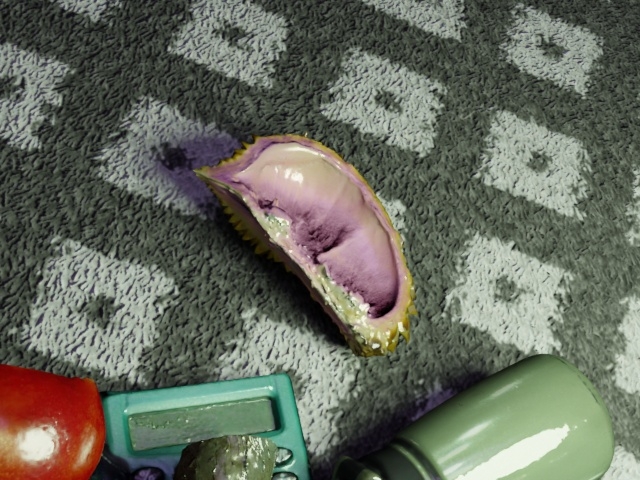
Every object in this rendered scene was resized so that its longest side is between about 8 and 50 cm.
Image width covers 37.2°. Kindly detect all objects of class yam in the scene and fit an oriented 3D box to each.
[{"bbox_3d":[-0.108,0.286,0.964,0.107,0.107,0.183,15,59,-8],"label":"yam"}]

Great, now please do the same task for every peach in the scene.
[{"bbox_3d":[-0.322,0.196,0.964,0.190,0.190,0.192,38,56,7],"label":"peach"}]

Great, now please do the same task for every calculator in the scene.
[{"bbox_3d":[-0.125,0.281,1.053,0.248,0.058,0.274,-5,63,-19],"label":"calculator"}]

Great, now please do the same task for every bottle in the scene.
[{"bbox_3d":[0.162,0.267,1.092,0.347,0.168,0.168,-22,69,-23],"label":"bottle"}]

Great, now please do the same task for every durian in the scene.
[{"bbox_3d":[0.001,0.000,1.235,0.341,0.112,0.191,46,48,2],"label":"durian"}]
